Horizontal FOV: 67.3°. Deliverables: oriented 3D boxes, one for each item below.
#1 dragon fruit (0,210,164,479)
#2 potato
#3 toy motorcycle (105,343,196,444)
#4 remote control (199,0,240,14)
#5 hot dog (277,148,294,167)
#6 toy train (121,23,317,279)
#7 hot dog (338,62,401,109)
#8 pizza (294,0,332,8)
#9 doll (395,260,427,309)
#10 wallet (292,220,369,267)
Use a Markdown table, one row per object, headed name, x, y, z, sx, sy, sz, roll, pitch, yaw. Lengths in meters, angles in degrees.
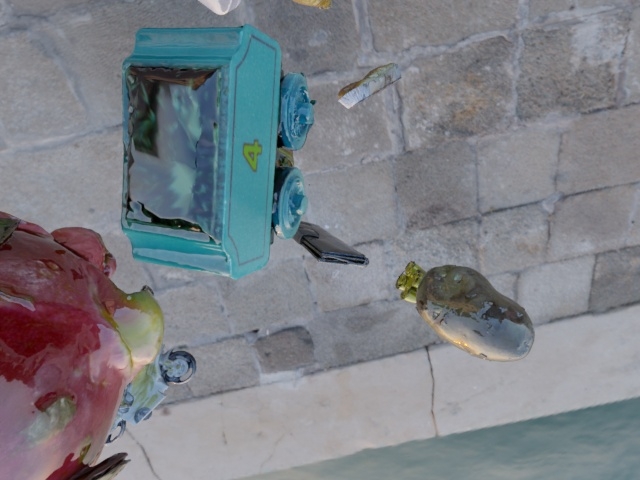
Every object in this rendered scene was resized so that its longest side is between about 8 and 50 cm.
| name | x | y | z | sx | sy | sz | roll | pitch | yaw |
| --- | --- | --- | --- | --- | --- | --- | --- | --- | --- |
| dragon fruit | -0.277 | 0.107 | 0.444 | 0.225 | 0.305 | 0.305 | -15 | 142 | -54 |
| potato | 0.324 | 0.160 | 1.030 | 0.165 | 0.262 | 0.165 | -40 | 156 | -21 |
| toy motorcycle | -0.356 | 0.267 | 0.908 | 0.228 | 0.074 | 0.151 | -39 | 87 | -13 |
| remote control | -0.174 | -0.332 | 0.460 | 0.250 | 0.034 | 0.103 | 35 | 141 | -6 |
| hot dog | -0.100 | -0.170 | 0.879 | 0.109 | 0.270 | 0.072 | 15 | 124 | -21 |
| toy train | -0.073 | -0.067 | 0.367 | 0.107 | 0.154 | 0.198 | 8 | 100 | 17 |
| hot dog | 0.155 | -0.495 | 1.534 | 0.144 | 0.268 | 0.075 | -15 | 111 | 47 |
| pizza | -0.054 | -0.719 | 1.132 | 0.280 | 0.075 | 0.288 | -13 | 110 | -48 |
| doll | 0.308 | 0.138 | 1.242 | 0.220 | 0.135 | 0.143 | 28 | 105 | -17 |
| wallet | 0.000 | -0.001 | 1.415 | 0.169 | 0.317 | 0.044 | 12 | 104 | -31 |
